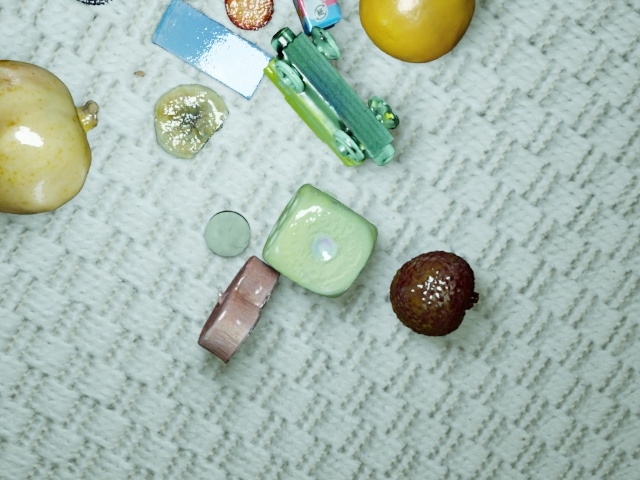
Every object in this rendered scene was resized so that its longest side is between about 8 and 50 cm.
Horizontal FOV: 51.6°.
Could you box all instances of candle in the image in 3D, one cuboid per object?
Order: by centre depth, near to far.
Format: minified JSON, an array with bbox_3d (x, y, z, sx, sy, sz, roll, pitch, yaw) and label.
[{"bbox_3d":[-0.256,0.197,1.906,0.131,0.287,0.316,34,54,-9],"label":"candle"}]

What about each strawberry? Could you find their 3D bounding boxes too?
[{"bbox_3d":[-0.190,-0.639,1.798,0.145,0.086,0.145,-1,100,-5],"label":"strawberry"}]

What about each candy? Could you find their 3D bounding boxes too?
[{"bbox_3d":[-0.049,-0.708,1.760,0.100,0.157,0.305,-22,104,0],"label":"candy"}]

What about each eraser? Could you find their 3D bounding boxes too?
[{"bbox_3d":[-0.298,-0.530,1.834,0.312,0.042,0.144,29,99,-10],"label":"eraser"}]

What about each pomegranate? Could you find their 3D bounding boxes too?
[{"bbox_3d":[-0.753,-0.264,1.679,0.412,0.411,0.411,-1,102,-5],"label":"pomegranate"}]

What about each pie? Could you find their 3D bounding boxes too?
[{"bbox_3d":[-0.376,-0.343,1.864,0.185,0.052,0.218,37,94,-6],"label":"pie"}]

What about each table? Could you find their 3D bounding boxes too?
[{"bbox_3d":[-0.272,-0.021,1.945,0.134,0.043,0.133,-1,102,-5],"label":"table"}]

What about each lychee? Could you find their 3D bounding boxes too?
[{"bbox_3d":[0.330,0.149,1.931,0.261,0.260,0.260,-1,102,-5],"label":"lychee"}]

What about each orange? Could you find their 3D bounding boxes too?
[{"bbox_3d":[0.252,-0.623,1.736,0.312,0.312,0.311,-1,102,-5],"label":"orange"}]

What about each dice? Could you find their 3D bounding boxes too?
[{"bbox_3d":[0.000,0.000,1.868,0.252,0.250,0.254,31,97,-11],"label":"dice"}]

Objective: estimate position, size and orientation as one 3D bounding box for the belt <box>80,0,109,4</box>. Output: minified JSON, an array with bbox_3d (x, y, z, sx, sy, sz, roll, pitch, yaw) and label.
[{"bbox_3d":[-0.595,-0.785,1.715,0.260,0.122,0.324,22,100,-14],"label":"belt"}]

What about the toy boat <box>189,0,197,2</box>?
[{"bbox_3d":[-0.407,-0.707,1.692,0.141,0.269,0.140,0,90,37],"label":"toy boat"}]

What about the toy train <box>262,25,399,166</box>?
[{"bbox_3d":[0.024,-0.376,1.779,0.179,0.272,0.442,-44,104,-7],"label":"toy train"}]
